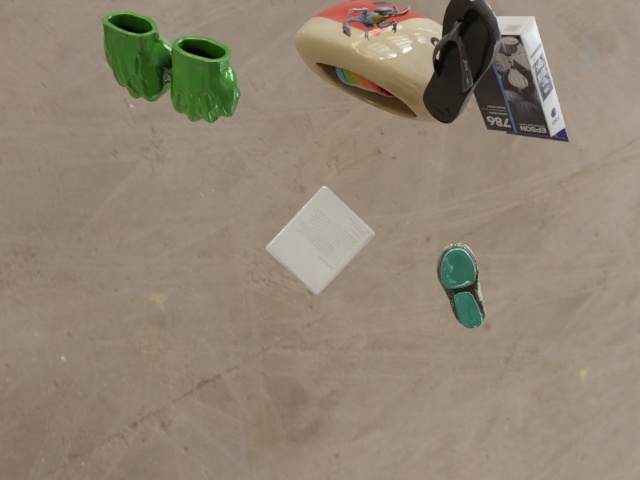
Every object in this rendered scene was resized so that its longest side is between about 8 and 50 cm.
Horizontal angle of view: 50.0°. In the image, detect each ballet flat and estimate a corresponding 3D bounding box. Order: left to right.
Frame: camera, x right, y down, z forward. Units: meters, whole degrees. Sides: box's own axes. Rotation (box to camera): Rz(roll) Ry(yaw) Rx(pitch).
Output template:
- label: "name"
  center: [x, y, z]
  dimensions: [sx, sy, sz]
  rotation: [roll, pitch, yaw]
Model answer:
- label: "ballet flat"
  center: [0.230, 0.062, 1.129]
  dimensions: [0.070, 0.070, 0.188]
  rotation: [-30, 129, -15]

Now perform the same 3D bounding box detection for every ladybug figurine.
- label: "ladybug figurine"
  center: [0.122, -0.374, 1.390]
  dimensions: [0.305, 0.449, 0.162]
  rotation: [27, 94, -43]

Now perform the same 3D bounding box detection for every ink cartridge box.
- label: "ink cartridge box"
  center: [0.405, -0.317, 1.447]
  dimensions: [0.065, 0.165, 0.333]
  rotation: [-53, 132, -20]

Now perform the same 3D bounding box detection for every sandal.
- label: "sandal"
  center: [0.210, -0.267, 1.062]
  dimensions: [0.054, 0.097, 0.254]
  rotation: [-38, 157, -24]

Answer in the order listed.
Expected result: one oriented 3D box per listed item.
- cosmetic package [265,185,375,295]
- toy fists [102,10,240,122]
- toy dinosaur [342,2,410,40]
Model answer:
- label: "cosmetic package"
  center: [0.000, 0.000, 1.488]
  dimensions: [0.151, 0.151, 0.184]
  rotation: [44, 90, 0]
- label: "toy fists"
  center: [-0.266, -0.305, 1.227]
  dimensions: [0.096, 0.279, 0.142]
  rotation: [-53, 159, -44]
- label: "toy dinosaur"
  center: [0.076, -0.322, 1.015]
  dimensions: [0.090, 0.082, 0.047]
  rotation: [-28, 120, -45]
